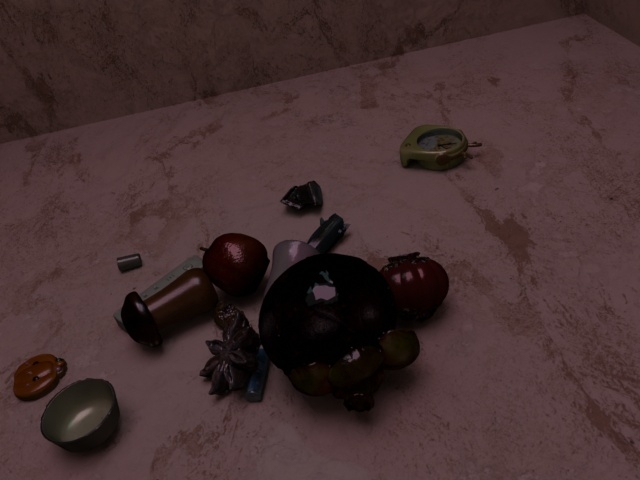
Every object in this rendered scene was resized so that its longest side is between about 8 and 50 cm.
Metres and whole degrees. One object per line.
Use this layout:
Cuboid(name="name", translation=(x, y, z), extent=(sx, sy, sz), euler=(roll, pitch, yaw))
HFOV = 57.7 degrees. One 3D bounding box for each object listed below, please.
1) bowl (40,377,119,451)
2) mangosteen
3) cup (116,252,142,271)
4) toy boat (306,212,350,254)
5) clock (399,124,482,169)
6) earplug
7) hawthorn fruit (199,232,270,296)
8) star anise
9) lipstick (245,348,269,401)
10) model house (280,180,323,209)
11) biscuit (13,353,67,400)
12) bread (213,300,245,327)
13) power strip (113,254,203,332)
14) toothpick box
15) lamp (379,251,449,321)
Cuboid(name="bowl", translation=(-0.650, 0.498, 1.611), extent=(0.212, 0.112, 0.211), euler=(-8, 37, 6))
Cuboid(name="mangosteen", translation=(0.042, 0.223, 1.549), extent=(0.381, 0.380, 0.421), euler=(-31, 43, -22))
Cuboid(name="cup", translation=(-0.727, 0.085, 2.219), extent=(0.083, 0.075, 0.054), euler=(-15, 74, -8))
Cuboid(name="toy boat", translation=(0.000, 0.000, 2.068), extent=(0.103, 0.092, 0.246), euler=(21, 49, 27))
Cuboid(name="clock", translation=(0.498, -0.378, 2.399), extent=(0.308, 0.096, 0.235), euler=(14, 44, 30))
Cuboid(name="earplug", translation=(-0.107, 0.164, 1.856), extent=(0.173, 0.172, 0.301), euler=(1, 47, 17))
Cuboid(name="hawthorn fruit", translation=(-0.291, 0.068, 1.932), extent=(0.250, 0.215, 0.215), euler=(27, 50, 17))
Cuboid(name="star anise", translation=(-0.243, 0.331, 1.676), extent=(0.223, 0.109, 0.235), euler=(-28, 47, 44))
Cuboid(name="lipstick", translation=(-0.180, 0.385, 1.668), extent=(0.048, 0.048, 0.157), euler=(-4, 39, 11))
Cuboid(name="model house", translation=(-0.076, -0.171, 2.319), extent=(0.152, 0.106, 0.165), euler=(-17, 0, 14))
Cuboid(name="biscuit", translation=(-0.886, 0.419, 1.830), extent=(0.171, 0.050, 0.170), euler=(-8, 39, 6))
Cuboid(name="bread", translation=(-0.304, 0.241, 1.878), extent=(0.113, 0.060, 0.082), euler=(19, 45, 32))
Cuboid(name="power strip", translation=(-0.538, 0.175, 2.029), extent=(0.091, 0.062, 0.385), euler=(26, 52, 35))
Cuboid(name="toothpick box", translation=(-0.486, 0.212, 1.864), extent=(0.295, 0.192, 0.192), euler=(-28, 40, -21))
Cuboid(name="lamp", translation=(0.269, 0.142, 1.726), extent=(0.227, 0.226, 0.226), euler=(-8, 38, 6))
